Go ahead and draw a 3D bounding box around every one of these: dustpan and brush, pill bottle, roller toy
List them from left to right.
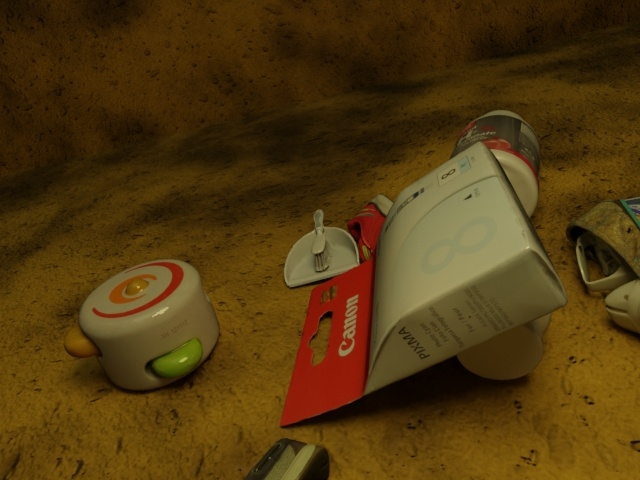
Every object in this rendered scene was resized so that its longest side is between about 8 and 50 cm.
[{"bbox_3d":[-0.274,0.125,0.752,0.209,0.146,0.191,-5,30,14],"label":"roller toy"},{"bbox_3d":[0.000,0.000,0.942,0.147,0.060,0.211,-16,24,10],"label":"dustpan and brush"},{"bbox_3d":[0.357,-0.157,0.967,0.176,0.176,0.318,2,33,24],"label":"pill bottle"},{"bbox_3d":[0.244,0.069,0.659,0.136,0.136,0.246,-1,31,19],"label":"pill bottle"}]

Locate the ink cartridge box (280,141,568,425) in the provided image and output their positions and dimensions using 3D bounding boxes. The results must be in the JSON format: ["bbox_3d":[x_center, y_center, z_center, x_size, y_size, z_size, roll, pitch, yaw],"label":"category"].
[{"bbox_3d":[0.093,0.048,0.643,0.385,0.091,0.308,-31,22,24],"label":"ink cartridge box"}]

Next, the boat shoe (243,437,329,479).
[{"bbox_3d":[-0.075,0.290,0.467,0.073,0.080,0.223,4,28,37],"label":"boat shoe"}]

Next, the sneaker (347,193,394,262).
[{"bbox_3d":[0.134,0.013,0.868,0.118,0.107,0.279,-36,29,-3],"label":"sneaker"}]

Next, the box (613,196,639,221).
[{"bbox_3d":[0.546,-0.011,0.765,0.059,0.054,0.169,-11,29,3],"label":"box"}]

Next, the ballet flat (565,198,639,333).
[{"bbox_3d":[0.439,0.057,0.650,0.123,0.123,0.348,-7,31,10],"label":"ballet flat"}]
